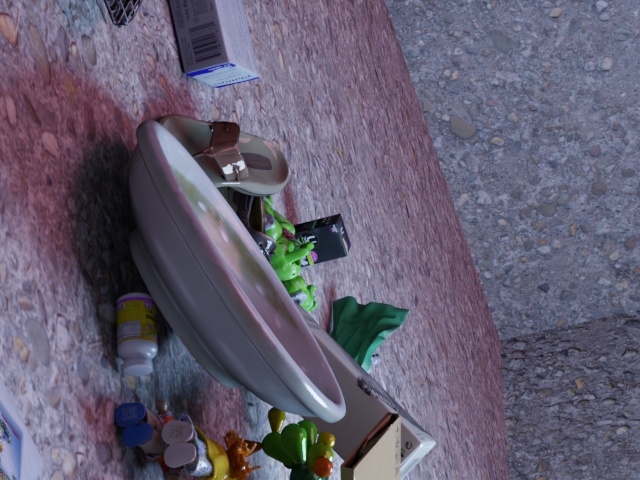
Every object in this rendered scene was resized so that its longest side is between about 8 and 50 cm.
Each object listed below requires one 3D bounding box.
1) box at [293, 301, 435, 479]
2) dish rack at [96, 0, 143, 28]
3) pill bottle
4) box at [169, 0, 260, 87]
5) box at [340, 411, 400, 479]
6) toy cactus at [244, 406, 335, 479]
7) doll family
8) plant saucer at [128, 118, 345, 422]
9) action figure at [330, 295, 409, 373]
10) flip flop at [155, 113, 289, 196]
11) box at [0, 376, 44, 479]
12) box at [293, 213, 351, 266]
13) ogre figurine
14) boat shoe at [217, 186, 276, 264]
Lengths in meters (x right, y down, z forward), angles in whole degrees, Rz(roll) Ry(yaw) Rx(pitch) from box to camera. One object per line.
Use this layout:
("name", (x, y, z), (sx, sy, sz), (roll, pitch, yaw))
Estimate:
("box", (0.020, 0.206, 1.787), (0.275, 0.094, 0.113), (45, 5, 14))
("dish rack", (-0.274, -0.378, 1.524), (0.208, 0.074, 0.271), (-77, 152, -58))
("pill bottle", (-0.195, 0.100, 1.424), (0.043, 0.043, 0.083), (53, 27, -58))
("box", (-0.151, -0.292, 1.908), (0.137, 0.072, 0.126), (10, 67, -74))
("box", (0.062, 0.332, 1.625), (0.164, 0.021, 0.201), (-35, 128, -62))
("toy cactus", (-0.017, 0.288, 1.482), (0.219, 0.112, 0.180), (-120, -169, -71))
("doll family", (-0.119, 0.282, 1.389), (0.163, 0.118, 0.262), (51, 28, -60))
("plant saucer", (-0.118, 0.053, 1.513), (0.400, 0.101, 0.400), (57, 3, -4))
("action figure", (0.060, 0.179, 2.243), (0.232, 0.137, 0.063), (-62, 149, -57))
("flip flop", (-0.120, -0.112, 1.747), (0.277, 0.080, 0.112), (6, 67, -53))
("box", (-0.294, 0.129, 1.008), (0.159, 0.044, 0.233), (-76, 150, -62))
("box", (0.000, 0.000, 2.197), (0.052, 0.083, 0.062), (-67, 141, -68))
("ogre figurine", (-0.057, 0.019, 1.942), (0.118, 0.097, 0.197), (-87, 173, -82))
("boat shoe", (-0.098, 0.006, 1.830), (0.080, 0.073, 0.223), (41, 37, -64))
